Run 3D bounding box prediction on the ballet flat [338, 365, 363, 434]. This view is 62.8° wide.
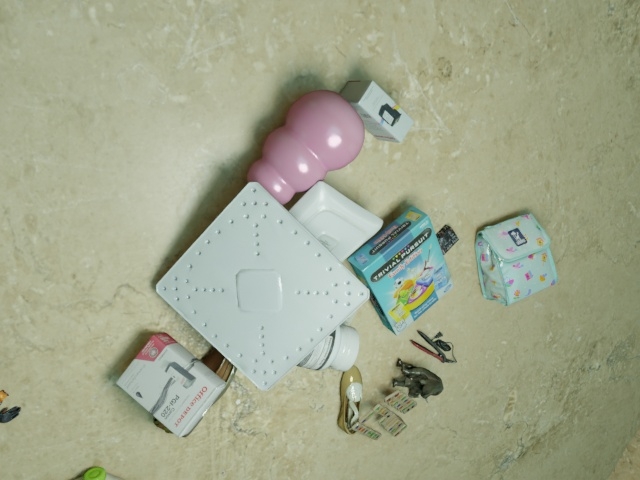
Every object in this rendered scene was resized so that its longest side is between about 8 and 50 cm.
[{"bbox_3d":[0.107,0.519,1.688,0.080,0.073,0.232,-4,107,-24],"label":"ballet flat"}]

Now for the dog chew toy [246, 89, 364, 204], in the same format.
[{"bbox_3d":[-0.049,-0.216,1.313,0.332,0.206,0.206,-44,120,1],"label":"dog chew toy"}]

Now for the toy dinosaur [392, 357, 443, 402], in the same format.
[{"bbox_3d":[0.333,0.457,1.707,0.161,0.313,0.120,13,73,-6],"label":"toy dinosaur"}]

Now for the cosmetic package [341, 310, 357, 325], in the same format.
[{"bbox_3d":[0.068,0.222,1.593,0.060,0.041,0.115,28,92,-29],"label":"cosmetic package"}]

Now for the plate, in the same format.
[{"bbox_3d":[0.000,0.000,1.399,0.278,0.045,0.277,-43,136,20],"label":"plate"}]

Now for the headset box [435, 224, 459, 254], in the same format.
[{"bbox_3d":[0.398,0.001,1.690,0.083,0.032,0.062,-45,119,-6],"label":"headset box"}]

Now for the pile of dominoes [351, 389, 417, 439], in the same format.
[{"bbox_3d":[0.228,0.590,1.731,0.196,0.040,0.251,-42,143,0],"label":"pile of dominoes"}]

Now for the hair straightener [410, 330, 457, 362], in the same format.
[{"bbox_3d":[0.407,0.363,1.800,0.230,0.047,0.089,35,89,-30],"label":"hair straightener"}]

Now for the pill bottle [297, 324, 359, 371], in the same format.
[{"bbox_3d":[-0.043,0.274,1.469,0.279,0.162,0.162,18,97,-22],"label":"pill bottle"}]

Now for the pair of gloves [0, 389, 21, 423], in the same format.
[{"bbox_3d":[-0.771,0.406,1.258,0.074,0.010,0.083,-32,118,-14],"label":"pair of gloves"}]

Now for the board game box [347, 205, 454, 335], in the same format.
[{"bbox_3d":[0.254,0.101,1.584,0.254,0.079,0.336,-39,132,-10],"label":"board game box"}]

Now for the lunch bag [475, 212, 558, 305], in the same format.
[{"bbox_3d":[0.648,0.055,1.761,0.224,0.160,0.262,-19,102,-16],"label":"lunch bag"}]

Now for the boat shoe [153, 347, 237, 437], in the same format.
[{"bbox_3d":[-0.331,0.392,1.411,0.104,0.111,0.307,33,90,-31],"label":"boat shoe"}]

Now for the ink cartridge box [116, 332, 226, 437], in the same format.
[{"bbox_3d":[-0.375,0.363,1.328,0.218,0.092,0.158,37,87,7],"label":"ink cartridge box"}]

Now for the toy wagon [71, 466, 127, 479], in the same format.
[{"bbox_3d":[-0.608,0.736,1.411,0.345,0.068,0.267,-10,110,-24],"label":"toy wagon"}]

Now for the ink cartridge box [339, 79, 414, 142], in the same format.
[{"bbox_3d":[0.145,-0.344,1.402,0.175,0.127,0.072,34,87,-31],"label":"ink cartridge box"}]

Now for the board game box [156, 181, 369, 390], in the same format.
[{"bbox_3d":[-0.145,0.118,1.292,0.390,0.050,0.390,44,106,-3],"label":"board game box"}]
